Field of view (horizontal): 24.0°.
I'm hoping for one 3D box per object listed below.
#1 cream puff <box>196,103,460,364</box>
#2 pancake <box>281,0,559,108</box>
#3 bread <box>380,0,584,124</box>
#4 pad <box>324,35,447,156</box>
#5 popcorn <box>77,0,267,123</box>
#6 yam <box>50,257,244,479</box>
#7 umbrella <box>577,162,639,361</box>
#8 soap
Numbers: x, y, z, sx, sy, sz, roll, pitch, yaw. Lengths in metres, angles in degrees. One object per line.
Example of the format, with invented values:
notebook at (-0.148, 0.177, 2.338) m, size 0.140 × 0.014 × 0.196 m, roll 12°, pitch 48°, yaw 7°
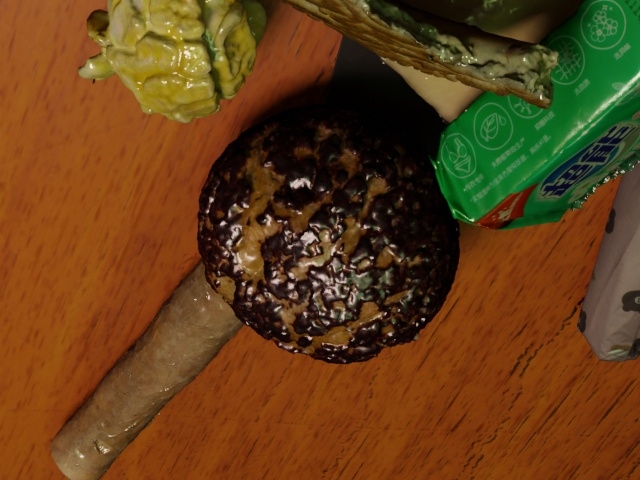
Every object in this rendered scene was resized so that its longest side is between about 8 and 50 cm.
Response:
cream puff at (0.000, 0.000, 1.314) m, size 0.239 × 0.165 × 0.239 m, roll 16°, pitch 121°, yaw 29°
pancake at (0.014, -0.199, 1.156) m, size 0.377 × 0.197 × 0.054 m, roll 26°, pitch 90°, yaw 9°
bread at (0.138, -0.187, 1.254) m, size 0.139 × 0.060 × 0.178 m, roll 37°, pitch 120°, yaw -26°
pad at (0.057, -0.103, 1.365) m, size 0.116 × 0.004 × 0.193 m, roll 9°, pitch 130°, yaw -8°
popcorn at (-0.119, -0.164, 1.226) m, size 0.162 × 0.135 × 0.141 m, roll -10°, pitch 153°, yaw -8°
yam at (-0.167, 0.130, 1.518) m, size 0.081 × 0.081 × 0.356 m, roll 29°, pitch 122°, yaw -23°
umbrella at (0.306, -0.020, 1.396) m, size 0.067 × 0.073 × 0.337 m, roll -20°, pitch 137°, yaw -28°
soap at (0.222, -0.121, 1.228) m, size 0.218 × 0.098 × 0.273 m, roll -5°, pitch 150°, yaw -47°
